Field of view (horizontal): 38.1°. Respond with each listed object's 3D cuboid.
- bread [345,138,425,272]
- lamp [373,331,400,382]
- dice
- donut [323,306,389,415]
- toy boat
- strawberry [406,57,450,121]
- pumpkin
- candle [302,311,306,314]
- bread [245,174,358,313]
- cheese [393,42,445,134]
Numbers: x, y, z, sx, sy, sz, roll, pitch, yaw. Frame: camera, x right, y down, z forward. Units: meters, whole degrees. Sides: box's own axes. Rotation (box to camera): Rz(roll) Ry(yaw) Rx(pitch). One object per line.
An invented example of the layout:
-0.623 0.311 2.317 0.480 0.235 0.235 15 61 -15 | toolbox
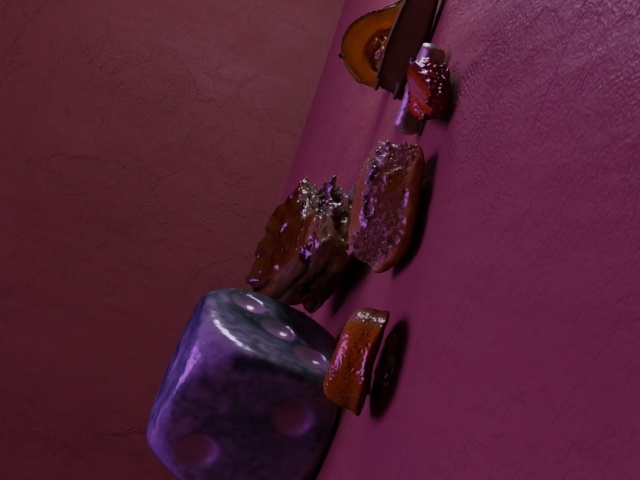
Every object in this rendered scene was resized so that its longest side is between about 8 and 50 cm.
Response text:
0.123 -0.067 1.757 0.174 0.121 0.245 109 171 -62 | bread
0.117 0.195 1.581 0.083 0.031 0.063 -76 12 -45 | lamp
-0.149 0.322 1.942 0.330 0.348 0.328 -62 12 17 | dice
0.061 0.203 1.602 0.174 0.075 0.190 3 -77 -80 | donut
0.210 -0.487 2.162 0.121 0.089 0.321 -57 -13 -82 | toy boat
0.217 -0.285 1.807 0.188 0.082 0.121 -107 16 -58 | strawberry
0.140 -0.535 2.406 0.111 0.163 0.278 -150 79 -79 | pumpkin
-0.050 0.250 2.390 0.053 0.048 0.162 -20 42 32 | candle
0.000 0.000 2.147 0.370 0.192 0.314 -40 26 50 | bread
0.206 -0.313 1.923 0.043 0.065 0.194 24 100 40 | cheese
